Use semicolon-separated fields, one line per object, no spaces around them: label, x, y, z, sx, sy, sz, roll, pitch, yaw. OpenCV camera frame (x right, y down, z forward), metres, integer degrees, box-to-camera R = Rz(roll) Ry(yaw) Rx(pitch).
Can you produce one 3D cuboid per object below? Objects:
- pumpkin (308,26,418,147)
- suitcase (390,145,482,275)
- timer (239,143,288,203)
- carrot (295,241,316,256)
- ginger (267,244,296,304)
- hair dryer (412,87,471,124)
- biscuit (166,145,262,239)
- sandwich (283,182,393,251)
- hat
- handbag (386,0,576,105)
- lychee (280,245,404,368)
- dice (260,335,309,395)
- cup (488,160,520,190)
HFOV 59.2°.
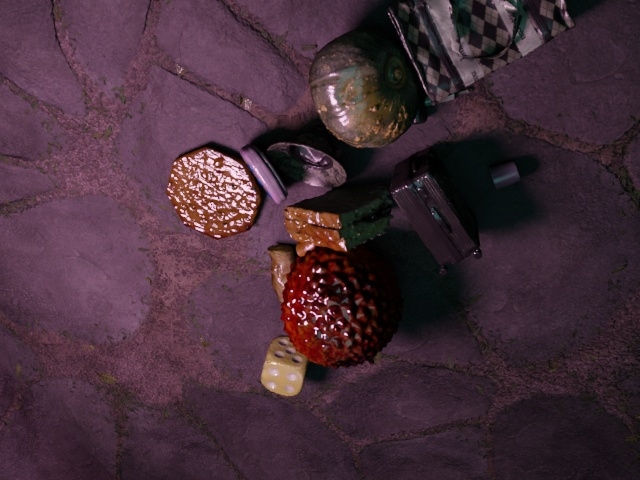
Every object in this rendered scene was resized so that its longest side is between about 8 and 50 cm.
pumpkin;0.121;-0.418;1.589;0.257;0.291;0.328;-5;108;49
suitcase;0.359;-0.097;1.758;0.152;0.230;0.335;-29;111;25
timer;-0.182;-0.220;1.834;0.069;0.191;0.208;-36;110;-3
carrot;0.000;0.000;1.979;0.193;0.087;0.087;-30;110;27
ginger;-0.129;0.138;2.071;0.109;0.116;0.263;-13;113;-1
hair dryer;0.354;-0.418;1.682;0.197;0.057;0.100;-13;118;13
biscuit;-0.375;-0.163;1.984;0.359;0.046;0.359;7;120;12
sandwich;0.085;-0.088;1.792;0.262;0.325;0.131;12;118;46
hat;-0.025;-0.283;1.781;0.265;0.128;0.265;20;162;7
handbag;0.412;-0.602;1.491;0.416;0.180;0.317;-26;109;16
lychee;0.076;0.239;1.913;0.424;0.425;0.500;-11;118;18
dice;-0.135;0.500;2.251;0.169;0.169;0.166;15;121;2
cup;0.576;-0.198;1.753;0.077;0.078;0.100;-19;148;17
